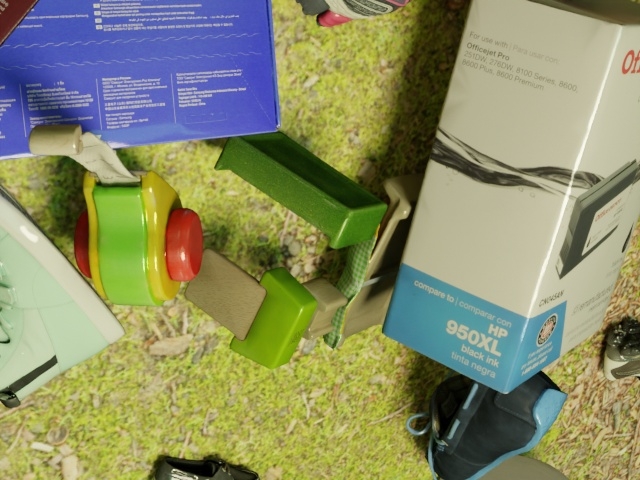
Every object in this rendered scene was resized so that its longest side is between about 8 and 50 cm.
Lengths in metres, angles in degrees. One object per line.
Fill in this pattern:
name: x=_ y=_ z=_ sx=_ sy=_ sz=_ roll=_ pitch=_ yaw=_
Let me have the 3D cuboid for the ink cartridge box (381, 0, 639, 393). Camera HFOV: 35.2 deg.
ink cartridge box: x=0.247 y=-0.070 z=1.110 sx=0.285 sy=0.166 sz=0.394 roll=-17 pitch=126 yaw=-53

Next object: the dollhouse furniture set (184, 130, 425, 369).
dollhouse furniture set: x=0.000 y=0.000 z=1.111 sx=0.302 sy=0.151 sz=0.197 roll=-13 pitch=133 yaw=-61

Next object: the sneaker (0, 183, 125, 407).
sneaker: x=-0.303 y=0.050 z=0.924 sx=0.151 sy=0.094 sz=0.256 roll=-38 pitch=129 yaw=-10

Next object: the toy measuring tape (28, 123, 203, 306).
toy measuring tape: x=-0.175 y=-0.005 z=0.880 sx=0.121 sy=0.121 sz=0.330 roll=-46 pitch=169 yaw=-3

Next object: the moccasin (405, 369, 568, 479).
moccasin: x=0.195 y=0.208 z=1.257 sx=0.137 sy=0.117 sz=0.342 roll=-51 pitch=175 yaw=-30

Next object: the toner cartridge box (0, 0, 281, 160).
toner cartridge box: x=-0.208 y=-0.158 z=0.859 sx=0.348 sy=0.075 sz=0.165 roll=-9 pitch=99 yaw=-29

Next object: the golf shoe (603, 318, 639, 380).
golf shoe: x=0.505 y=0.161 z=1.526 sx=0.198 sy=0.077 sz=0.093 roll=-6 pitch=129 yaw=-23

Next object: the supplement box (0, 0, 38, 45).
supplement box: x=-0.243 y=-0.242 z=0.747 sx=0.130 sy=0.073 sz=0.239 roll=40 pitch=69 yaw=-19

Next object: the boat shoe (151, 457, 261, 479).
boat shoe: x=-0.129 y=0.279 z=1.192 sx=0.142 sy=0.049 sz=0.040 roll=8 pitch=109 yaw=-33

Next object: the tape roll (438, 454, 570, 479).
tape roll: x=0.255 y=0.398 z=1.390 sx=0.219 sy=0.219 sz=0.072 roll=-22 pitch=126 yaw=-21

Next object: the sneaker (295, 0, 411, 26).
sneaker: x=0.000 y=-0.328 z=0.879 sx=0.299 sy=0.112 sz=0.120 roll=55 pitch=45 yaw=-38
